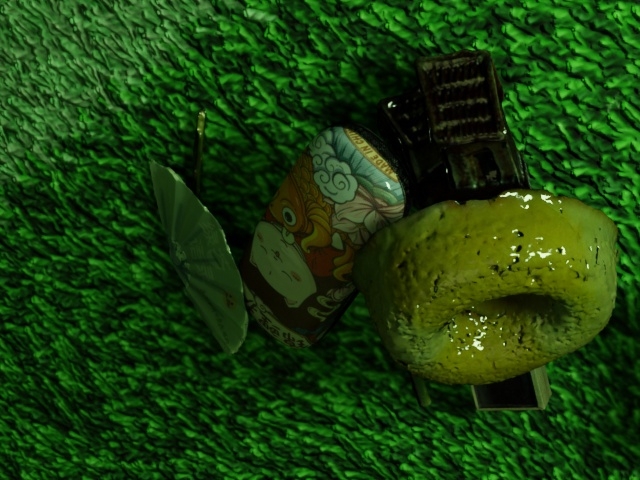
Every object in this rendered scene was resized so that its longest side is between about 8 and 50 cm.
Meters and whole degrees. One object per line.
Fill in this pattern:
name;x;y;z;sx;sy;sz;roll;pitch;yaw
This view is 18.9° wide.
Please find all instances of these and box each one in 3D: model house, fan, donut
model house;0.124;-0.109;1.889;0.165;0.106;0.152;-8;117;22
fan;-0.132;0.019;2.106;0.131;0.009;0.240;-5;109;53
donut;0.169;0.053;1.896;0.272;0.107;0.272;-6;151;-3

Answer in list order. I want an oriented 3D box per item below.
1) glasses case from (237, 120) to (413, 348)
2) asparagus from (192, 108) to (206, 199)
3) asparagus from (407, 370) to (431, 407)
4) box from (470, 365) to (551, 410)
glasses case;0.000;0.000;1.993;0.122;0.082;0.321;45;141;10
asparagus;-0.133;-0.069;2.083;0.016;0.013;0.166;22;126;24
asparagus;0.094;0.127;2.100;0.018;0.015;0.127;-11;114;27
box;0.197;0.140;2.051;0.083;0.035;0.079;-4;117;25
